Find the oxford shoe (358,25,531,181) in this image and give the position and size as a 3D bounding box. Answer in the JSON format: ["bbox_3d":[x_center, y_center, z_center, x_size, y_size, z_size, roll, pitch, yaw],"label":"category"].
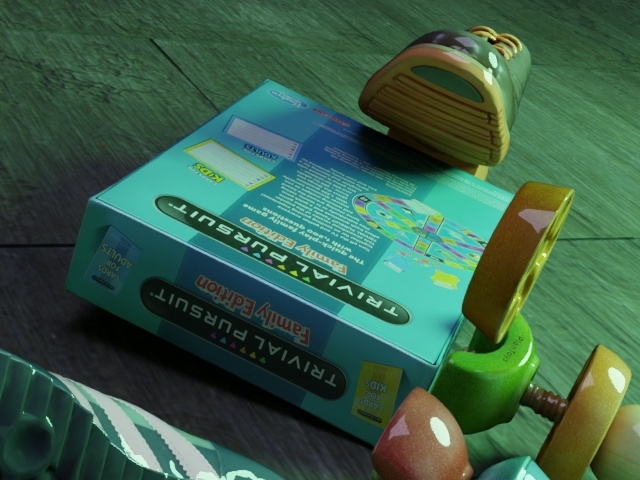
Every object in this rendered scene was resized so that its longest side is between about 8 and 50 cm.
[{"bbox_3d":[0.118,-0.138,1.116,0.130,0.133,0.364,27,-4,4],"label":"oxford shoe"}]

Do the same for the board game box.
[{"bbox_3d":[0.000,0.000,0.984,0.253,0.079,0.336,26,27,9],"label":"board game box"}]

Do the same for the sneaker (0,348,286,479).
[{"bbox_3d":[-0.132,0.113,0.580,0.131,0.112,0.319,12,-17,46],"label":"sneaker"}]

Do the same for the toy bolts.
[{"bbox_3d":[0.138,0.107,0.748,0.158,0.218,0.228,27,45,13],"label":"toy bolts"}]
